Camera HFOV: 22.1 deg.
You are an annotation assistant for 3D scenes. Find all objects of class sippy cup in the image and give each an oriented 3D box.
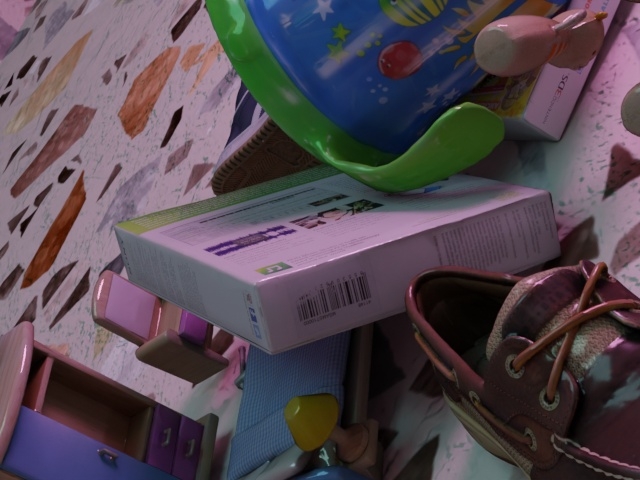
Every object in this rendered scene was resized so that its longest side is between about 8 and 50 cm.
[{"bbox_3d":[0.068,-0.201,1.249,0.224,0.305,0.240,-33,-5,30],"label":"sippy cup"}]

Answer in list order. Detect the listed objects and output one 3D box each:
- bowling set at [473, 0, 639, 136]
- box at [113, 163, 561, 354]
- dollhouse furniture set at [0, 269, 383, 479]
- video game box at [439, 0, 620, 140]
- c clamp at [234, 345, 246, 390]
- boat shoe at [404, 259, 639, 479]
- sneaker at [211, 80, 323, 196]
[{"bbox_3d":[0.259,-0.121,1.038,0.287,0.200,0.154,-31,-9,36],"label":"bowling set"},{"bbox_3d":[0.000,0.000,1.250,0.232,0.058,0.322,-17,15,-21],"label":"box"},{"bbox_3d":[-0.095,0.080,1.278,0.303,0.198,0.286,-32,38,40],"label":"dollhouse furniture set"},{"bbox_3d":[0.159,-0.172,1.335,0.187,0.048,0.205,-63,25,-8],"label":"video game box"},{"bbox_3d":[-0.021,0.082,1.386,0.161,0.022,0.137,-44,26,23],"label":"c clamp"},{"bbox_3d":[0.143,0.075,0.943,0.123,0.123,0.342,-41,20,-8],"label":"boat shoe"},{"bbox_3d":[0.000,-0.148,1.551,0.282,0.099,0.153,-33,34,45],"label":"sneaker"}]
